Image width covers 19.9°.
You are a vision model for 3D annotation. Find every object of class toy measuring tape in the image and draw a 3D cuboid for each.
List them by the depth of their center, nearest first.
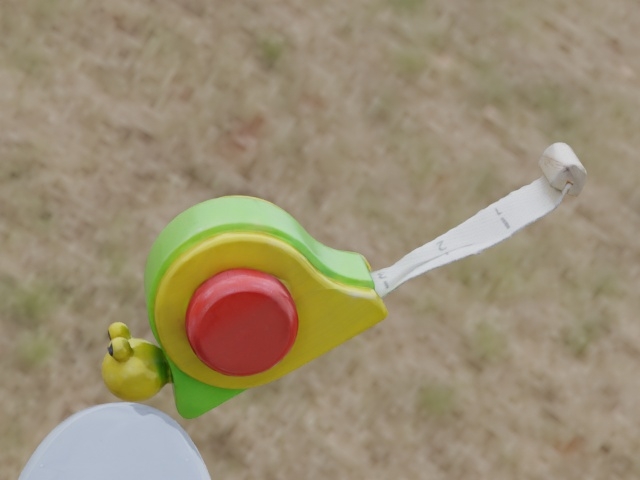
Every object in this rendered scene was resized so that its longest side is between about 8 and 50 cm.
[{"bbox_3d":[0.000,0.000,1.137,0.121,0.330,0.121,60,5,-9],"label":"toy measuring tape"}]

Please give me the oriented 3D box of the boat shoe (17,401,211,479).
[{"bbox_3d":[-0.118,0.280,1.035,0.136,0.156,0.367,0,55,-10],"label":"boat shoe"}]
